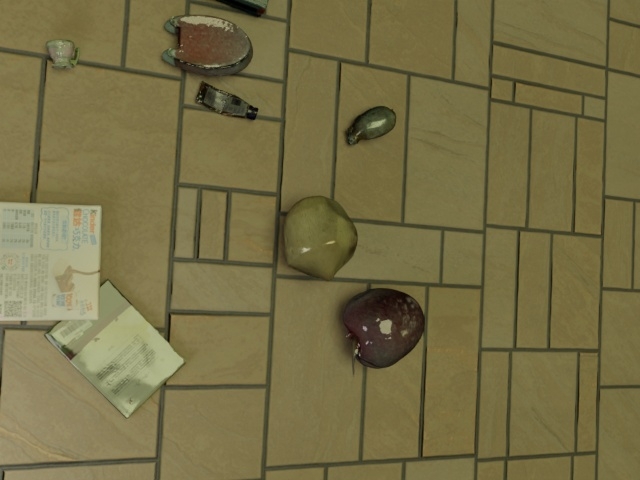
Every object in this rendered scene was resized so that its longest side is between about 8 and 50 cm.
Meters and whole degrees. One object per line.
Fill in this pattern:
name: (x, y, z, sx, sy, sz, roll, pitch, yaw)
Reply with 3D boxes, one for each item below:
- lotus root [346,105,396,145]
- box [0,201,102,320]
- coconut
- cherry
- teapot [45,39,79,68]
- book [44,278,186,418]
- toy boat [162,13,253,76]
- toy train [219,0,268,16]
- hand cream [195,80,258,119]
lotus root: (0.143, -0.325, 1.938, 0.165, 0.088, 0.088, -27, 99, -12)
box: (-0.641, 0.049, 1.585, 0.264, 0.048, 0.274, 3, 83, -19)
coconut: (0.000, 0.000, 1.798, 0.224, 0.224, 0.224, 1, 88, -23)
cherry: (0.164, 0.235, 1.867, 0.266, 0.183, 0.213, -23, 106, -25)
teapot: (-0.604, -0.438, 1.631, 0.083, 0.064, 0.064, -13, 102, -55)
book: (-0.489, 0.262, 1.666, 0.201, 0.026, 0.289, -43, 104, -19)
toy boat: (-0.287, -0.491, 1.767, 0.227, 0.085, 0.155, 4, 78, -12)
toy train: (-0.323, -0.684, 1.745, 0.409, 0.089, 0.086, 15, 87, -23)
hand cream: (-0.241, -0.357, 1.797, 0.163, 0.039, 0.062, 20, 82, -16)
